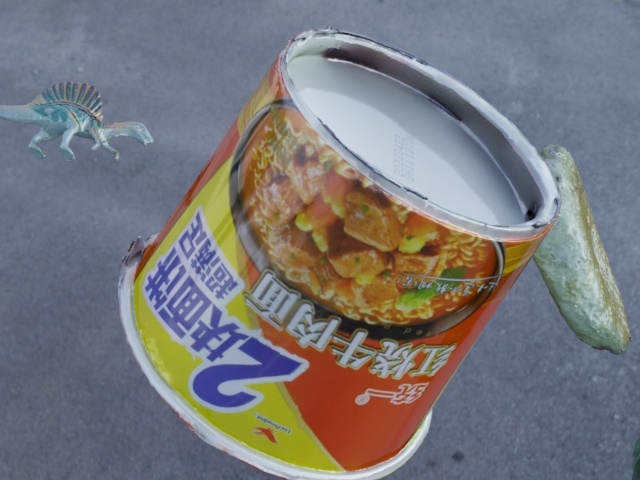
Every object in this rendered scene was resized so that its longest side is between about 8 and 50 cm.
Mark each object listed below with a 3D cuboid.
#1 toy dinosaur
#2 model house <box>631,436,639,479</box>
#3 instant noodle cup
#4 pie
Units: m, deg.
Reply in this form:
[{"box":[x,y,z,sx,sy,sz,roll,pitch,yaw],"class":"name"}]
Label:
[{"box":[-0.282,-0.138,0.892,0.187,0.044,0.106,29,56,2],"class":"toy dinosaur"},{"box":[0.326,0.270,0.567,0.184,0.291,0.253,-13,34,-38],"class":"model house"},{"box":[0.015,-0.001,0.454,0.213,0.174,0.213,22,34,-15],"class":"instant noodle cup"},{"box":[0.350,0.018,1.113,0.070,0.323,0.323,-20,31,23],"class":"pie"}]
